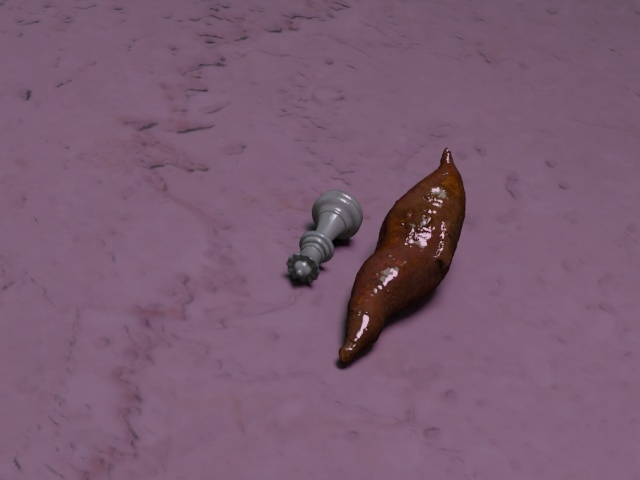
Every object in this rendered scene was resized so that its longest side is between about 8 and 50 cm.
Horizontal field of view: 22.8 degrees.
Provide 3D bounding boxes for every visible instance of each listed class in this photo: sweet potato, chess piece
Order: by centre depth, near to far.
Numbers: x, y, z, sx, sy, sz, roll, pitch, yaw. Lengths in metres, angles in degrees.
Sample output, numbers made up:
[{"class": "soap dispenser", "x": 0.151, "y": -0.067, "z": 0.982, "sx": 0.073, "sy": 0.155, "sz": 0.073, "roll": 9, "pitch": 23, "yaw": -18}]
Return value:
[{"class": "sweet potato", "x": 0.065, "y": 0.023, "z": 1.234, "sx": 0.068, "sy": 0.068, "sz": 0.226, "roll": 24, "pitch": 53, "yaw": 9}, {"class": "chess piece", "x": 0.000, "y": 0.000, "z": 1.248, "sx": 0.042, "sy": 0.042, "sz": 0.093, "roll": 24, "pitch": 39, "yaw": 8}]
